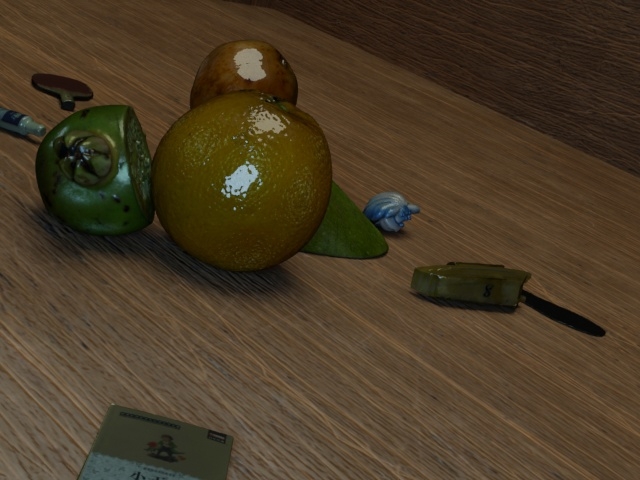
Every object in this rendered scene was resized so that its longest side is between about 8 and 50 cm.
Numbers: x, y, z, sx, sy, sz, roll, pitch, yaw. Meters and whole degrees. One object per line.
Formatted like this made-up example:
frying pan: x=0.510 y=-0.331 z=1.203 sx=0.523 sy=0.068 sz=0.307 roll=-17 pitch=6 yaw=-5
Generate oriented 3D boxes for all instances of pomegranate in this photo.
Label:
pomegranate: x=-0.333 y=-0.088 z=1.463 sx=0.159 sy=0.190 sz=0.241 roll=-11 pitch=24 yaw=0
pomegranate: x=-0.159 y=-0.300 z=2.118 sx=0.248 sy=0.248 sz=0.248 roll=16 pitch=19 yaw=-6

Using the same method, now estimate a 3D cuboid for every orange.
orange: x=-0.114 y=-0.090 z=1.500 sx=0.274 sy=0.274 sz=0.274 roll=16 pitch=19 yaw=-6

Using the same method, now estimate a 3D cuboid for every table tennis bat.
table tennis bat: x=-0.539 y=-0.316 z=2.137 sx=0.131 sy=0.022 sz=0.234 roll=10 pitch=19 yaw=-23

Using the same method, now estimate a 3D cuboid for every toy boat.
toy boat: x=0.252 y=0.071 z=1.700 sx=0.226 sy=0.068 sz=0.088 roll=5 pitch=18 yaw=-25

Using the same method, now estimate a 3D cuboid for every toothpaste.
toothpaste: x=-0.586 y=-0.225 z=1.826 sx=0.216 sy=0.037 sz=0.062 roll=19 pitch=20 yaw=20

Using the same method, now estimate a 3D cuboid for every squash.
squash: x=0.000 y=0.000 z=1.739 sx=0.252 sy=0.169 sz=0.093 roll=46 pitch=7 yaw=-32

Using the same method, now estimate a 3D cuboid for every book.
book: x=-0.160 y=0.228 z=0.982 sx=0.138 sy=0.016 sz=0.198 roll=16 pitch=19 yaw=-5

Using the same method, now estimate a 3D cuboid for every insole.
insole: x=0.392 y=0.115 z=1.786 sx=0.232 sy=0.003 sz=0.080 roll=27 pitch=21 yaw=27

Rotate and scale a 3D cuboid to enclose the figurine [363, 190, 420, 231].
figurine: x=0.123 y=-0.052 z=1.925 sx=0.114 sy=0.079 sz=0.114 roll=-17 pitch=4 yaw=1
